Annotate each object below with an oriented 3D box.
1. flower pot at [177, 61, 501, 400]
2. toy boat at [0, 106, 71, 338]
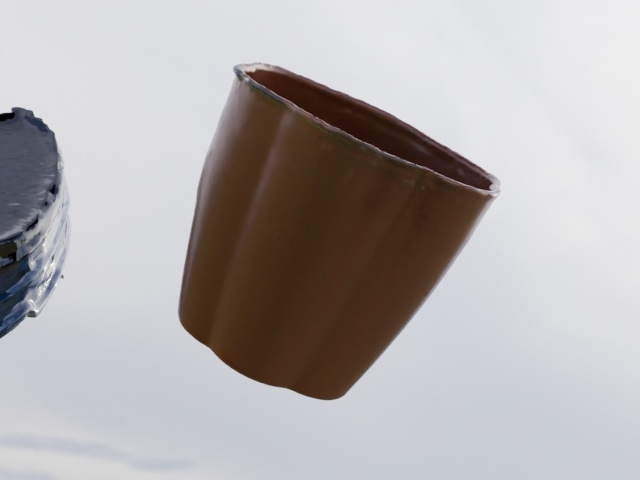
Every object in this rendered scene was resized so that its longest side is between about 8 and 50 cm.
[{"bbox_3d":[0.000,0.000,0.777,0.190,0.173,0.190,23,12,-5],"label":"flower pot"},{"bbox_3d":[-0.289,-0.002,1.076,0.129,0.309,0.143,9,-56,-11],"label":"toy boat"}]
